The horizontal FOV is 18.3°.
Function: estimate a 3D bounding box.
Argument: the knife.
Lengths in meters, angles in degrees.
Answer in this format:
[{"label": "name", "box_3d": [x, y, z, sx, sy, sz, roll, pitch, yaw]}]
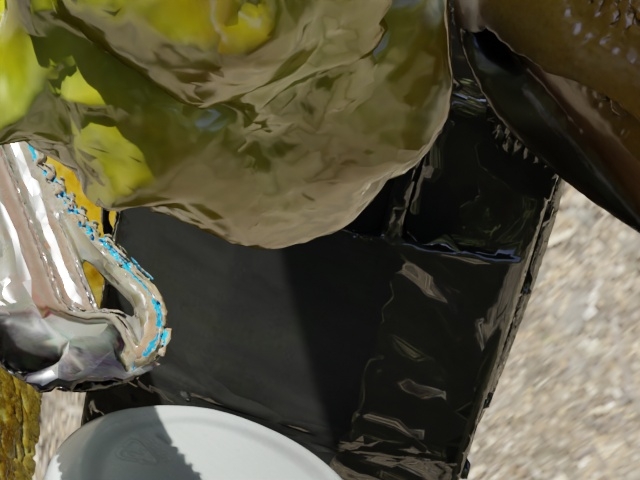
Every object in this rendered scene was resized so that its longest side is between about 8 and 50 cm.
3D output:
[{"label": "knife", "box_3d": [-0.174, -0.074, 0.992, 0.089, 0.043, 0.365, -16, 64, -23]}]

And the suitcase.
[{"label": "suitcase", "box_3d": [0.000, 0.000, 1.260, 0.283, 0.434, 0.194, 17, 35, 4]}]

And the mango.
[{"label": "mango", "box_3d": [0.174, -0.081, 0.967, 0.249, 0.156, 0.151, 40, 94, 26]}]

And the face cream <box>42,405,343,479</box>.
[{"label": "face cream", "box_3d": [-0.083, 0.222, 1.143, 0.201, 0.201, 0.187, 21, 117, -2]}]

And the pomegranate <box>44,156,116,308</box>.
[{"label": "pomegranate", "box_3d": [-0.141, -0.065, 1.744, 0.410, 0.410, 0.410, 2, 74, -7]}]

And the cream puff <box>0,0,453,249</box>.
[{"label": "cream puff", "box_3d": [-0.054, -0.137, 0.549, 0.185, 0.282, 0.282, 0, 74, 7]}]

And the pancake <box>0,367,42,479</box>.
[{"label": "pancake", "box_3d": [-0.295, 0.123, 1.530, 0.054, 0.197, 0.376, -19, 55, 25]}]
